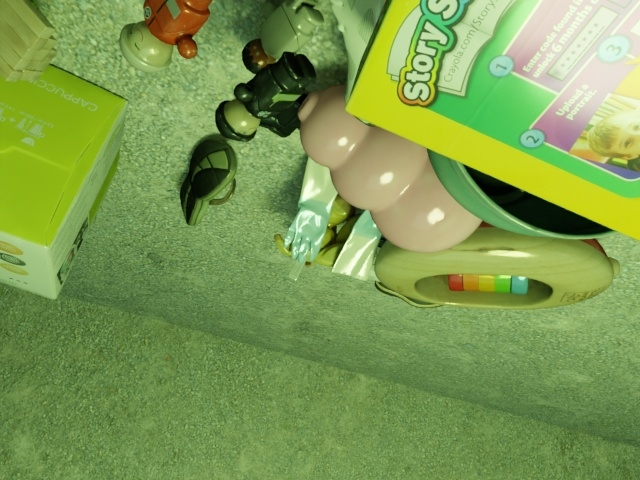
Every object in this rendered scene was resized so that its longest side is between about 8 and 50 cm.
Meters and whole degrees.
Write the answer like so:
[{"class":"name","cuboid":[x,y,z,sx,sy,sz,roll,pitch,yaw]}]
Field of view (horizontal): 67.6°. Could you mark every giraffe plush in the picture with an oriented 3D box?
[{"class":"giraffe plush","cuboid":[0.000,0.000,1.089,0.181,0.210,0.170,44,178,3]}]

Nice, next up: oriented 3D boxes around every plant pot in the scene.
[{"class":"plant pot","cuboid":[0.255,-0.139,0.598,0.294,0.292,0.196,17,173,-5]}]

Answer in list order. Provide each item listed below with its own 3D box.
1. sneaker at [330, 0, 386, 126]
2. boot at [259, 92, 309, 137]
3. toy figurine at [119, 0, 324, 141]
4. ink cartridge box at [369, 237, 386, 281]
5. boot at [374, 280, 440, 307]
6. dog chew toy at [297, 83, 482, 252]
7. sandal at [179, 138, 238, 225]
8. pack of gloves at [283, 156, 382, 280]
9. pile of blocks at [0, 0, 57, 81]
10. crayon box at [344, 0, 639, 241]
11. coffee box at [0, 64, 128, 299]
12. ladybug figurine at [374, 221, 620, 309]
[{"class":"sneaker","cuboid":[0.042,-0.328,0.486,0.258,0.169,0.447,27,149,1]},{"class":"boot","cuboid":[-0.068,-0.222,0.811,0.121,0.045,0.099,24,154,-33]},{"class":"toy figurine","cuboid":[-0.113,-0.255,0.591,0.213,0.209,0.148,32,136,-32]},{"class":"ink cartridge box","cuboid":[0.174,0.057,1.168,0.207,0.097,0.046,20,152,-9]},{"class":"boot","cuboid":[0.251,0.111,1.267,0.198,0.076,0.137,12,148,2]},{"class":"dog chew toy","cuboid":[0.110,-0.122,0.766,0.332,0.206,0.207,32,149,-16]},{"class":"sandal","cuboid":[-0.234,-0.123,1.035,0.087,0.120,0.303,-4,165,-29]},{"class":"pack of gloves","cuboid":[0.042,-0.039,0.945,0.195,0.231,0.046,14,-164,-12]},{"class":"pile of blocks","cuboid":[-0.552,-0.369,0.731,0.363,0.148,0.112,24,-164,0]},{"class":"crayon box","cuboid":[0.226,-0.188,0.323,0.313,0.106,0.362,23,141,-4]},{"class":"coffee box","cuboid":[-0.610,-0.134,0.917,0.338,0.337,0.334,23,151,-17]},{"class":"ladybug figurine","cuboid":[0.335,0.029,0.956,0.450,0.161,0.305,2,155,16]}]
